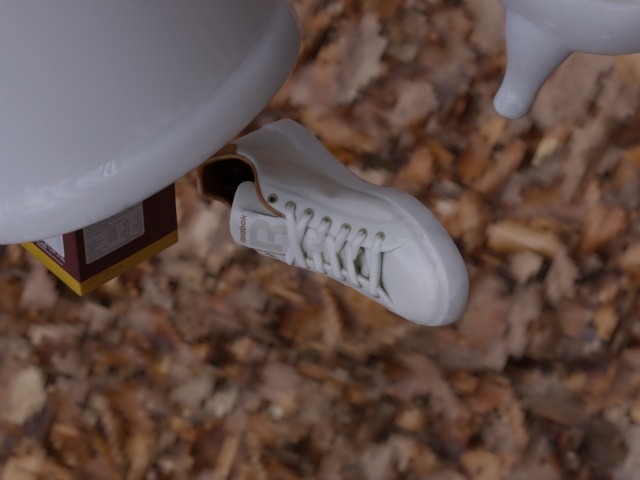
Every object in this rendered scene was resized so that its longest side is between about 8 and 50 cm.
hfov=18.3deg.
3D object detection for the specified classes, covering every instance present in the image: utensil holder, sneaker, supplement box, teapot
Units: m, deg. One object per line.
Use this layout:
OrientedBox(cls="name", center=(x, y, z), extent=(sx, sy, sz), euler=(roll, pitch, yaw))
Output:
OrientedBox(cls="utensil holder", center=(-0.244, -0.246, 1.517), extent=(0.328, 0.385, 0.327), euler=(-23, 29, 13))
OrientedBox(cls="sneaker", center=(0.000, 0.000, 1.670), extent=(0.290, 0.123, 0.106), euler=(35, 134, 42))
OrientedBox(cls="supplement box", center=(-0.256, -0.089, 2.023), extent=(0.191, 0.129, 0.194), euler=(37, 143, 33))
OrientedBox(cls="teapot", center=(0.242, -0.258, 1.624), extent=(0.187, 0.256, 0.252), euler=(65, -166, -74))
